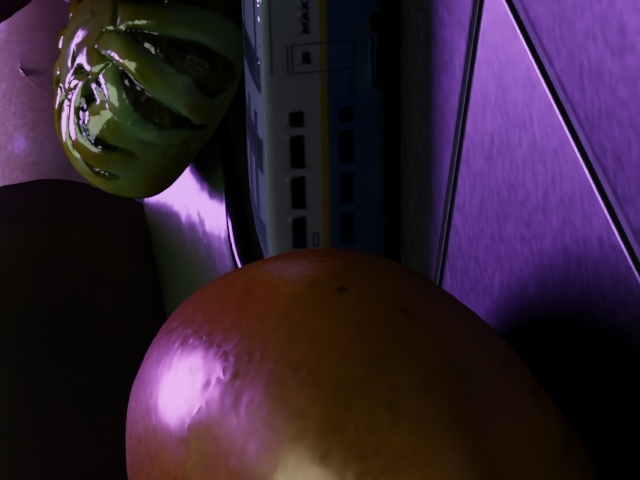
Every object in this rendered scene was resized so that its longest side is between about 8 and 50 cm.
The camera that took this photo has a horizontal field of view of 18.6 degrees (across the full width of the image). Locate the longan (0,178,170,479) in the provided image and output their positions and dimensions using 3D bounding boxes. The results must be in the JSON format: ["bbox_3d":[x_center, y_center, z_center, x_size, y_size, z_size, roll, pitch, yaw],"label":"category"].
[{"bbox_3d":[-0.147,0.078,1.111,0.246,0.215,0.246,51,-165,-19],"label":"longan"}]

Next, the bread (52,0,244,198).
[{"bbox_3d":[-0.090,-0.092,0.988,0.139,0.071,0.130,-32,50,49],"label":"bread"}]

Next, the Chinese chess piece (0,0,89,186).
[{"bbox_3d":[-0.258,-0.133,1.767,0.273,0.102,0.273,171,90,-78],"label":"Chinese chess piece"}]

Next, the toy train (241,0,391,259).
[{"bbox_3d":[0.000,0.000,0.769,0.052,0.051,0.233,-110,17,-58],"label":"toy train"}]

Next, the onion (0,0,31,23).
[{"bbox_3d":[-0.199,-0.237,0.954,0.358,0.345,0.358,-51,19,25],"label":"onion"}]

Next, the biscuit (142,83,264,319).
[{"bbox_3d":[-0.052,0.002,1.004,0.099,0.038,0.322,-50,45,43],"label":"biscuit"}]

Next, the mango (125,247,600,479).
[{"bbox_3d":[0.013,0.076,0.590,0.252,0.126,0.153,173,77,-77],"label":"mango"}]

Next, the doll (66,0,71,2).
[{"bbox_3d":[-0.235,-0.312,1.500,0.155,0.113,0.275,-117,23,-49],"label":"doll"}]
